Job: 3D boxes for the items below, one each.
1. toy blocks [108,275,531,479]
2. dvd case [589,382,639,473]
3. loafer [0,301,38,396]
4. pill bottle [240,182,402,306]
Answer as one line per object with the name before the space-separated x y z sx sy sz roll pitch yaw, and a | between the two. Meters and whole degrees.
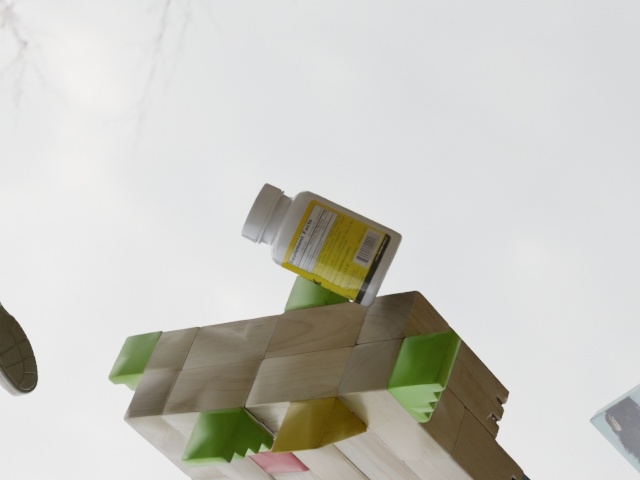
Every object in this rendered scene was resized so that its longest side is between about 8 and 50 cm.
toy blocks | 0.026 0.177 1.320 0.261 0.381 0.190 48 -132 -33
dvd case | 0.228 0.140 0.945 0.119 0.087 0.013 46 -116 5
loafer | -0.284 0.079 1.305 0.045 0.039 0.125 -27 -91 -53
pill bottle | 0.000 0.000 1.189 0.116 0.065 0.065 26 -139 3
